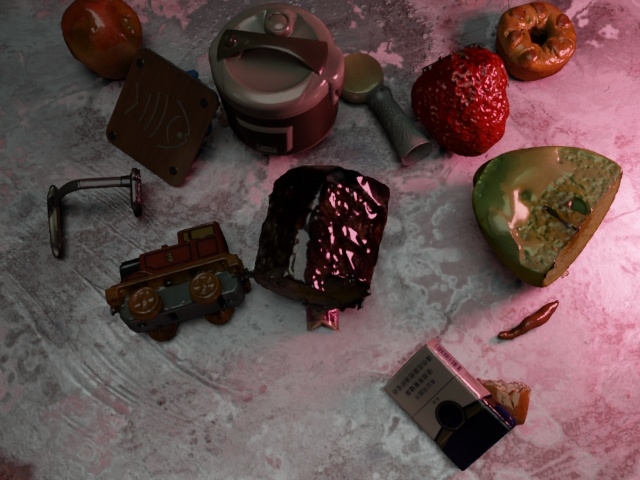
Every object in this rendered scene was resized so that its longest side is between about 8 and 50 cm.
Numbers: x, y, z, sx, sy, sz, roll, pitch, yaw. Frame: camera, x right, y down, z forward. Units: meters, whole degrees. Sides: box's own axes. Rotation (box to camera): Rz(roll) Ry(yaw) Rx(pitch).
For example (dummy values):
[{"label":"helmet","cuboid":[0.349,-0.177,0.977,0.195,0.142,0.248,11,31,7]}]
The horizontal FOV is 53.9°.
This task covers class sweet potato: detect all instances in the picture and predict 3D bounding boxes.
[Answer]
[{"label":"sweet potato","cuboid":[0.514,0.198,1.532,0.179,0.044,0.044,-31,73,-9]}]

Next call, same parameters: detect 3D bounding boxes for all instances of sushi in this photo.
[{"label":"sushi","cuboid":[-0.002,0.002,1.478,0.281,0.299,0.294,14,73,-14]}]

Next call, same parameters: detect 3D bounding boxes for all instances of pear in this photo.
[{"label":"pear","cuboid":[0.511,-0.081,1.542,0.318,0.238,0.342,36,81,25]}]

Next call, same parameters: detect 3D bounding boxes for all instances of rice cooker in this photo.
[{"label":"rice cooker","cuboid":[-0.106,-0.406,1.611,0.335,0.325,0.335,-1,70,1]}]

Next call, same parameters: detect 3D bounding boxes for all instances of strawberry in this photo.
[{"label":"strawberry","cuboid":[0.373,-0.354,1.634,0.257,0.257,0.277,-25,93,-7]}]

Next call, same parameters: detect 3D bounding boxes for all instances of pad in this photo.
[{"label":"pad","cuboid":[-0.424,-0.326,1.670,0.284,0.018,0.286,34,112,13]}]

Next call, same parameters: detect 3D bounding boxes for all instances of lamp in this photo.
[{"label":"lamp","cuboid":[-0.586,-0.071,1.619,0.283,0.124,0.203,-8,80,2]}]

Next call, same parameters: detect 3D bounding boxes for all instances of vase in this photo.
[{"label":"vase","cuboid":[0.205,-0.316,1.698,0.096,0.096,0.219,-27,69,-8]}]

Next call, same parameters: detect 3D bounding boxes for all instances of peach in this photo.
[{"label":"peach","cuboid":[-0.591,-0.563,1.753,0.214,0.214,0.235,-36,92,-11]}]

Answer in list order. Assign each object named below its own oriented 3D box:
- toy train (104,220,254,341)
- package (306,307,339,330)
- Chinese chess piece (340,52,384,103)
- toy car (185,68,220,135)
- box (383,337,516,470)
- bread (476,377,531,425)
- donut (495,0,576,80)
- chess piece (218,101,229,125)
[{"label":"toy train","cuboid":[-0.330,0.094,1.533,0.369,0.163,0.231,-15,58,-4]},{"label":"package","cuboid":[0.006,0.194,1.554,0.083,0.029,0.059,2,63,-9]},{"label":"Chinese chess piece","cuboid":[0.106,-0.455,1.766,0.144,0.058,0.144,-1,72,2]},{"label":"toy car","cuboid":[-0.330,-0.373,1.705,0.100,0.097,0.191,-18,93,-14]},{"label":"box","cuboid":[0.289,0.370,1.425,0.259,0.071,0.168,45,113,16]},{"label":"bread","cuboid":[0.419,0.373,1.450,0.125,0.082,0.106,4,73,6]},{"label":"donut","cuboid":[0.599,-0.556,1.757,0.226,0.114,0.226,-1,70,1]},{"label":"chess piece","cuboid":[-0.267,-0.368,1.758,0.035,0.035,0.092,-2,67,1]}]
